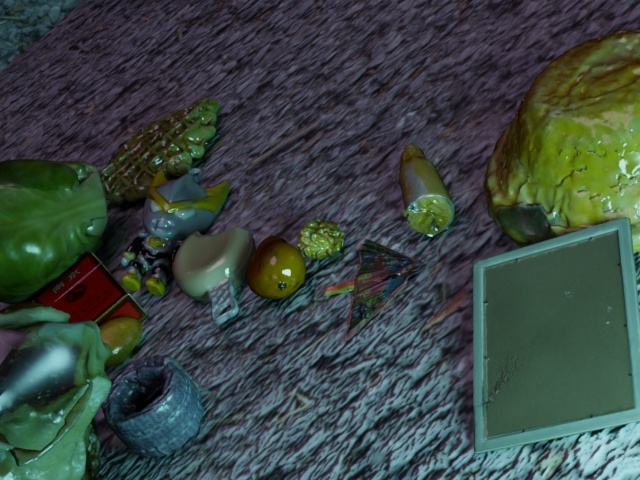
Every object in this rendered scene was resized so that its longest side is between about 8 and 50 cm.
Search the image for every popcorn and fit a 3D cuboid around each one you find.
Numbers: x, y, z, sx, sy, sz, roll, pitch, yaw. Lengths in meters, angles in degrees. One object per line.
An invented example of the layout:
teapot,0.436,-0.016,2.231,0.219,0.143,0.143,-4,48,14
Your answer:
popcorn,0.000,0.000,1.876,0.082,0.057,0.083,-6,34,-31

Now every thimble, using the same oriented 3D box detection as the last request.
thimble,-0.260,0.259,1.745,0.150,0.098,0.150,-23,35,17

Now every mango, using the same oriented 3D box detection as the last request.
mango,-0.364,0.177,1.978,0.114,0.057,0.079,-37,58,-15
mango,-0.075,0.049,1.877,0.105,0.084,0.159,-50,12,4

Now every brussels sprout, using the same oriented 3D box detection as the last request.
brussels sprout,-0.589,-0.032,2.256,0.354,0.281,0.289,-25,-10,-23

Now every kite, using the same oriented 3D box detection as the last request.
kite,0.080,0.068,1.769,0.183,0.014,0.241,-15,38,29

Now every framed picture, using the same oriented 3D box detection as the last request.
framed picture,0.301,0.122,1.432,0.232,0.019,0.296,-18,49,30

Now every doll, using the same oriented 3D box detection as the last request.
doll,-0.294,-0.029,2.159,0.145,0.103,0.316,-7,46,30

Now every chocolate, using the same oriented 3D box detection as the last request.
chocolate,0.169,-0.093,1.851,0.085,0.086,0.219,-26,29,13

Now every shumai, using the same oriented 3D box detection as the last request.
shumai,-0.441,0.238,1.606,0.348,0.395,0.395,-46,22,34

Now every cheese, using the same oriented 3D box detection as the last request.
cheese,-0.197,0.069,1.966,0.163,0.071,0.249,-19,36,23

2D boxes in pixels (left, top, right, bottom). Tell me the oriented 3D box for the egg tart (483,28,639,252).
egg tart,0.430,-0.166,1.608,0.443,0.178,0.443,-22,34,16

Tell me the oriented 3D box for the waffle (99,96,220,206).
waffle,-0.360,-0.199,2.466,0.297,0.073,0.317,-15,37,30

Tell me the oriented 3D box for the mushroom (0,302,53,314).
mushroom,-0.533,0.211,1.965,0.231,0.138,0.194,-34,50,38

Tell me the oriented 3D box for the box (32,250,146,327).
box,-0.439,0.126,2.109,0.153,0.074,0.240,-44,33,-7
